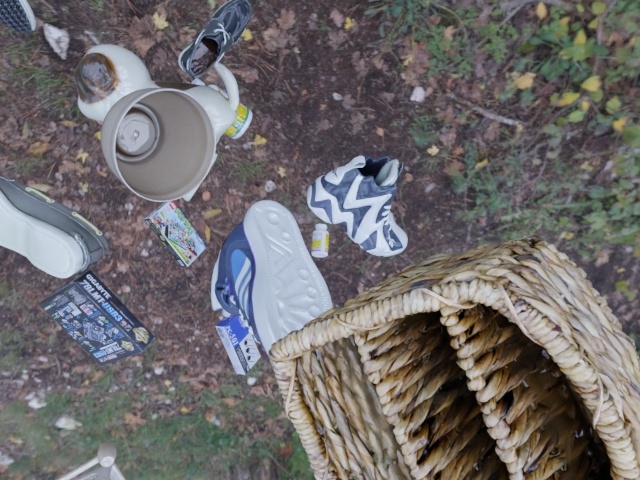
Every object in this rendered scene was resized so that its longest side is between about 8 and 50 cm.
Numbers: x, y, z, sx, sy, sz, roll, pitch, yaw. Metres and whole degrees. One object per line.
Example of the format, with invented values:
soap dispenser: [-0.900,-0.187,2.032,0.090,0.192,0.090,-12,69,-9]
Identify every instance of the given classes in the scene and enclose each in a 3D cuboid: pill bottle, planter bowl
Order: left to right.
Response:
planter bowl: [-0.255,-0.151,0.675,0.162,0.109,0.162,-31,134,-39]
pill bottle: [-0.341,-0.438,1.501,0.208,0.117,0.117,30,101,-35]
pill bottle: [0.000,0.000,1.193,0.043,0.043,0.083,12,71,-25]

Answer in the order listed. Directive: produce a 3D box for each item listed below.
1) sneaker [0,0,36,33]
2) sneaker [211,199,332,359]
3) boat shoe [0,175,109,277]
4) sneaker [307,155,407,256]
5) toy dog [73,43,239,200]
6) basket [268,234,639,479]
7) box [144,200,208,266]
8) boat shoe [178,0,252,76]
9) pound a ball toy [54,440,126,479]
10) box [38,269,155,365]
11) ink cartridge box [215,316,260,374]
sneaker: [-0.432,-0.373,0.620,0.057,0.075,0.161,3,138,17]
sneaker: [-0.103,0.114,0.796,0.130,0.322,0.236,3,144,-33]
boat shoe: [-0.515,-0.041,0.796,0.305,0.091,0.109,30,117,10]
sneaker: [0.109,-0.067,0.792,0.235,0.094,0.153,34,127,-26]
toy dog: [-0.463,-0.357,1.246,0.408,0.284,0.395,28,122,-22]
basket: [0.138,0.170,0.383,0.223,0.213,0.299,-22,92,-39]
box: [-0.477,-0.025,1.511,0.114,0.036,0.207,-54,125,-38]
boat shoe: [-0.246,-0.491,1.104,0.233,0.079,0.084,-47,127,2]
pound a ball toy: [-0.669,0.678,1.221,0.319,0.136,0.208,-23,109,-11]
box: [-0.714,0.256,1.440,0.296,0.073,0.293,-24,112,38]
ink cartridge box: [-0.281,0.350,1.564,0.097,0.046,0.207,-45,125,-49]
